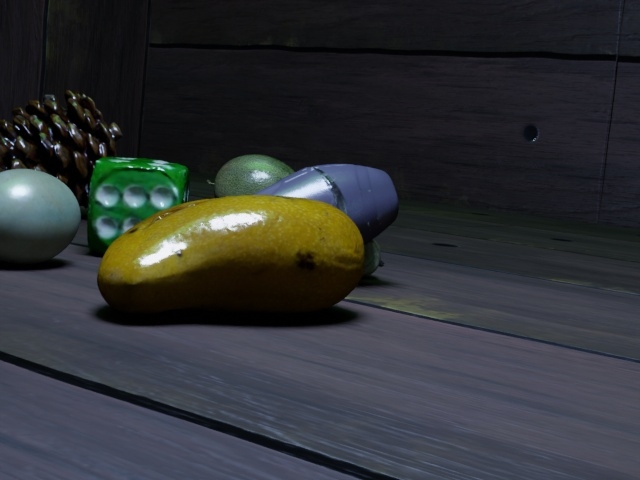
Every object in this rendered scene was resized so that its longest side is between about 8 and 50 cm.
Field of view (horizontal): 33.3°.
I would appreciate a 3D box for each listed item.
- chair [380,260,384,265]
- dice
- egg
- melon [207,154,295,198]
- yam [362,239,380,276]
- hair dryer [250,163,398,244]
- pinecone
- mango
[{"bbox_3d":[0.057,0.009,1.598,0.042,0.086,0.037,-31,6,-1],"label":"chair"},{"bbox_3d":[-0.245,-0.044,1.448,0.128,0.131,0.120,6,5,-6],"label":"dice"},{"bbox_3d":[-0.348,-0.028,1.267,0.114,0.114,0.152,8,5,30],"label":"egg"},{"bbox_3d":[-0.131,-0.102,2.111,0.192,0.139,0.139,6,6,7],"label":"melon"},{"bbox_3d":[0.000,0.000,1.560,0.067,0.071,0.317,-34,19,-15],"label":"yam"},{"bbox_3d":[-0.093,-0.008,1.434,0.301,0.121,0.361,-16,0,-23],"label":"hair dryer"},{"bbox_3d":[-0.469,-0.143,1.874,0.272,0.224,0.224,-27,23,-30],"label":"pinecone"},{"bbox_3d":[-0.087,0.012,1.073,0.294,0.120,0.177,1,5,-34],"label":"mango"}]
